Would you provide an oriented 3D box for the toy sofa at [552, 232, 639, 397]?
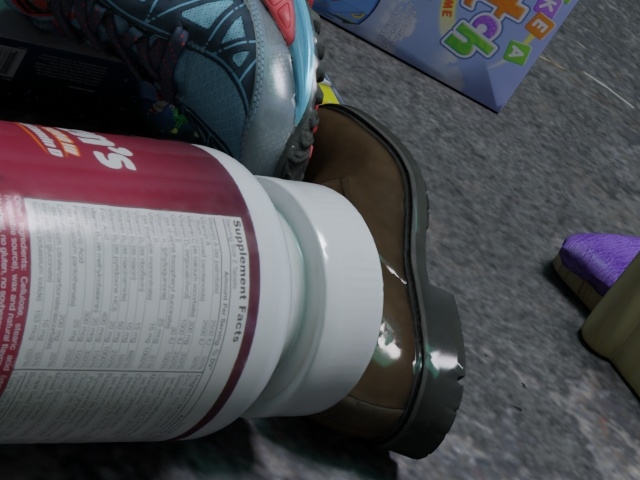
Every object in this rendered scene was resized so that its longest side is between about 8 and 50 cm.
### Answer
[{"bbox_3d":[0.326,0.027,1.045,0.363,0.150,0.177,6,40,-40],"label":"toy sofa"}]

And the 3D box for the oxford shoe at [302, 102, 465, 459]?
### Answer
[{"bbox_3d":[0.000,0.000,0.828,0.096,0.082,0.227,15,32,-22],"label":"oxford shoe"}]

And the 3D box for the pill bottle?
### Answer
[{"bbox_3d":[-0.089,0.018,0.666,0.221,0.121,0.121,4,40,-42],"label":"pill bottle"}]

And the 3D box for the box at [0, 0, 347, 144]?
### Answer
[{"bbox_3d":[-0.113,-0.123,0.936,0.233,0.044,0.159,9,38,-38],"label":"box"}]

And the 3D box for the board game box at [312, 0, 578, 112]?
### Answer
[{"bbox_3d":[0.069,-0.198,1.115,0.211,0.160,0.039,27,30,-12],"label":"board game box"}]

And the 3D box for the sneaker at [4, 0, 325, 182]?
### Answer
[{"bbox_3d":[-0.094,-0.111,0.824,0.125,0.104,0.262,-11,50,-29],"label":"sneaker"}]
